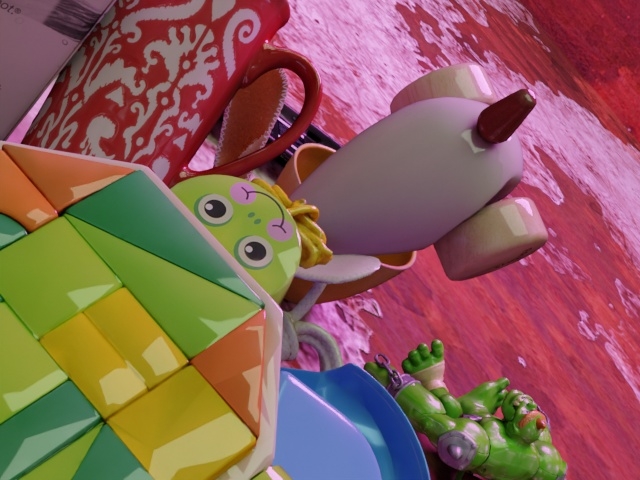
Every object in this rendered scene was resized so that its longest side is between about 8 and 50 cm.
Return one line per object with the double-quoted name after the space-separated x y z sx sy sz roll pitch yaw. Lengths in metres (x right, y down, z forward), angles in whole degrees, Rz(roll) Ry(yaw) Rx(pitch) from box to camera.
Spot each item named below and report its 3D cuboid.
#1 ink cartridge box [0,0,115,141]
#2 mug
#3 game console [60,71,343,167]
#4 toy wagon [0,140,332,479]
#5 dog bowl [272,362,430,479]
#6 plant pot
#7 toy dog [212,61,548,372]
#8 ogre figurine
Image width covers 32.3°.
-0.226 -0.191 0.644 0.211 0.289 0.121 32 30 -27 "ink cartridge box"
-0.093 -0.095 0.689 0.150 0.169 0.113 24 -14 24 "mug"
-0.096 -0.134 1.039 0.361 0.044 0.213 35 30 -21 "game console"
-0.127 0.050 0.530 0.344 0.068 0.267 -34 72 -31 "toy wagon"
-0.067 0.112 0.655 0.297 0.074 0.166 40 45 -14 "dog bowl"
0.000 0.000 0.928 0.134 0.095 0.134 34 29 -22 "plant pot"
0.026 -0.036 0.771 0.333 0.161 0.220 -36 79 -24 "toy dog"
0.133 0.156 0.918 0.197 0.097 0.118 45 3 -39 "ogre figurine"
